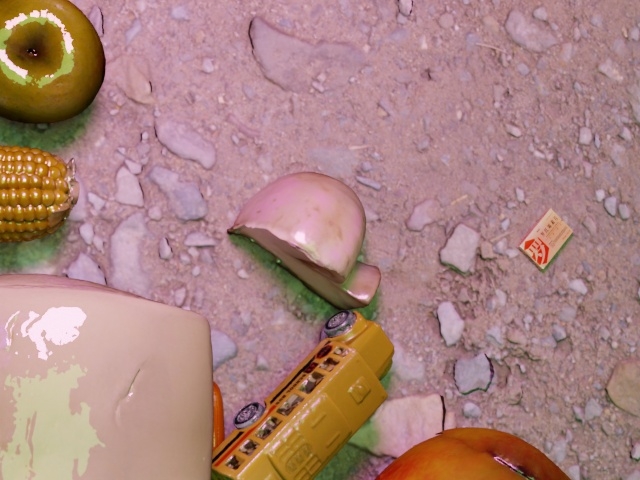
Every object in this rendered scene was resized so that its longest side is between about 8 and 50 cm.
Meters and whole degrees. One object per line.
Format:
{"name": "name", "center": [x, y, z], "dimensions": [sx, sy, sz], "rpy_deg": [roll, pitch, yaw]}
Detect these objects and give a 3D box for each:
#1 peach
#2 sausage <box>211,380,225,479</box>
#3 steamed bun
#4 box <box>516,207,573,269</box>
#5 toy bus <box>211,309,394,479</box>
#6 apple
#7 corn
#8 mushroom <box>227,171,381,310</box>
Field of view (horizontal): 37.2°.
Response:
{"name": "peach", "center": [0.202, 0.450, 1.333], "dimensions": [0.370, 0.370, 0.370], "rpy_deg": [2, 81, -16]}
{"name": "sausage", "center": [-0.173, 0.300, 1.382], "dimensions": [0.071, 0.071, 0.234], "rpy_deg": [-1, 82, -17]}
{"name": "steamed bun", "center": [-0.362, 0.224, 1.213], "dimensions": [0.456, 0.290, 0.371], "rpy_deg": [1, 81, -11]}
{"name": "box", "center": [0.383, -0.003, 1.622], "dimensions": [0.058, 0.015, 0.093], "rpy_deg": [43, 72, -5]}
{"name": "toy bus", "center": [-0.012, 0.250, 1.387], "dimensions": [0.335, 0.123, 0.121], "rpy_deg": [-43, 112, -23]}
{"name": "apple", "center": [-0.405, -0.256, 1.350], "dimensions": [0.197, 0.157, 0.196], "rpy_deg": [2, 82, -16]}
{"name": "corn", "center": [-0.527, -0.060, 1.297], "dimensions": [0.387, 0.144, 0.143], "rpy_deg": [-4, 83, -14]}
{"name": "mushroom", "center": [0.015, -0.024, 1.438], "dimensions": [0.236, 0.162, 0.173], "rpy_deg": [36, 75, -11]}
